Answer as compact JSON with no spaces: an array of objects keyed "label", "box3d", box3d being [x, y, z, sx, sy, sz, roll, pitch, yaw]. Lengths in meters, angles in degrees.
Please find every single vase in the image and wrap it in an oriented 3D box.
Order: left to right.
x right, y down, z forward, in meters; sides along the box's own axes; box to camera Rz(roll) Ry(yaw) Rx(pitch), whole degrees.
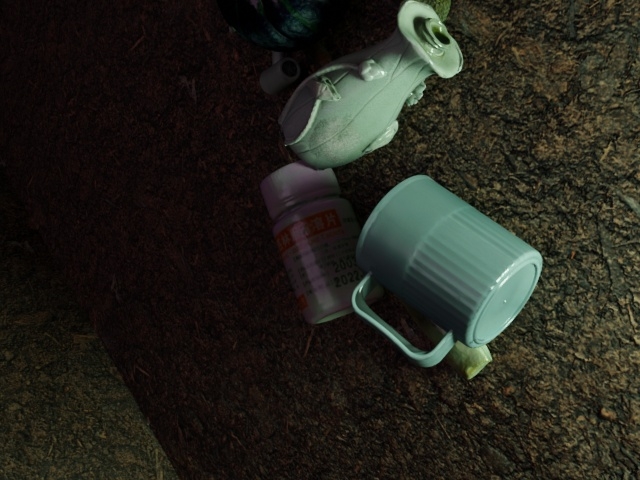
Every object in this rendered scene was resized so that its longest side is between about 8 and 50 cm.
[{"label":"vase","box3d":[0.108,-0.345,1.579,0.445,0.250,0.249,-32,74,41]}]

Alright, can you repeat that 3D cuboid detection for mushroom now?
[{"label":"mushroom","box3d":[0.274,0.182,1.615,0.312,0.081,0.100,49,131,23]}]

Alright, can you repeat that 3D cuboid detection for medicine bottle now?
[{"label":"medicine bottle","box3d":[0.000,0.000,1.757,0.219,0.219,0.388,-31,75,44]}]

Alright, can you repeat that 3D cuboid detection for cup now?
[{"label":"cup","box3d":[0.249,0.060,1.445,0.311,0.331,0.256,38,142,32]}]

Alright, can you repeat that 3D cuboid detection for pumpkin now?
[{"label":"pumpkin","box3d":[-0.088,-0.647,1.688,0.364,0.266,0.363,-7,78,36]}]

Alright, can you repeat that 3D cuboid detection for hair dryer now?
[{"label":"hair dryer","box3d":[-0.107,-0.530,1.881,0.131,0.073,0.236,-13,74,62]}]

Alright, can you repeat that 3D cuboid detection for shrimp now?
[{"label":"shrimp","box3d":[-0.026,-0.469,1.823,0.251,0.052,0.143,66,147,24]}]

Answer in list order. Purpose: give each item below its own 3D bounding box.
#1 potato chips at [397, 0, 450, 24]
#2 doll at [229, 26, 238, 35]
[{"label":"potato chips","box3d":[0.235,-0.526,1.567,0.142,0.026,0.209,24,116,37]},{"label":"doll","box3d":[-0.222,-0.675,1.978,0.161,0.059,0.160,8,103,45]}]
